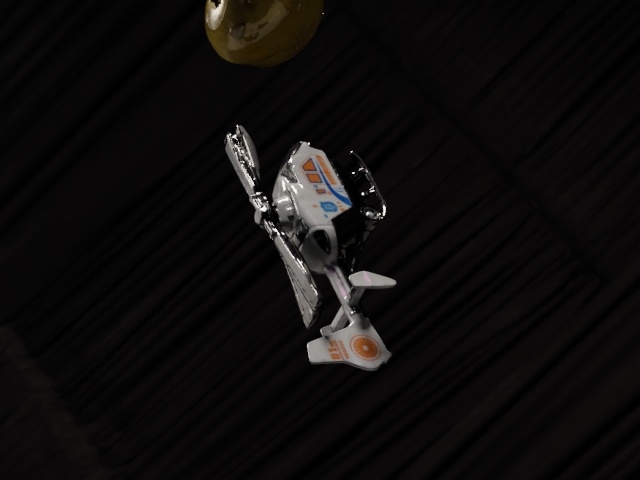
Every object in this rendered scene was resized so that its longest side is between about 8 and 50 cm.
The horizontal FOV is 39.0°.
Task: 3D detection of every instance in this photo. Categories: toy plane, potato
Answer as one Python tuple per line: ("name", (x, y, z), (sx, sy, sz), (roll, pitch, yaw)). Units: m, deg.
("toy plane", (0.001, 0.001, 0.548), (0.078, 0.053, 0.197), (3, 45, -27))
("potato", (-0.070, -0.307, 1.183), (0.140, 0.173, 0.300), (32, 9, -1))
